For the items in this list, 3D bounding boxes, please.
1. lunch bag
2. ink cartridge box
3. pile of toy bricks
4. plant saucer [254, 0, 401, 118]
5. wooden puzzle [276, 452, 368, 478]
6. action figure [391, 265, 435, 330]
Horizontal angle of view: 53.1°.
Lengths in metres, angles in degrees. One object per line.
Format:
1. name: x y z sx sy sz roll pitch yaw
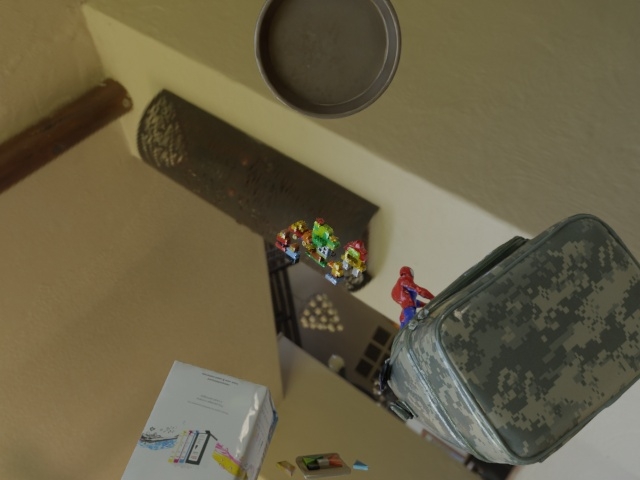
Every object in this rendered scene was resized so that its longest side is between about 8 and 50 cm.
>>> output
1. lunch bag: 0.244 0.133 0.836 0.305 0.212 0.256 -34 -7 -17
2. ink cartridge box: -0.189 0.349 1.033 0.171 0.168 0.232 86 -160 -57
3. pile of toy bricks: 0.000 0.000 1.419 0.118 0.212 0.105 -25 -41 -43
4. plant saucer: 0.014 -0.371 1.214 0.041 0.278 0.277 -86 17 -67
5. wooden puzzle: 0.002 0.317 0.908 0.116 0.078 0.014 -1 -89 -19
6. action figure: 0.217 0.172 1.330 0.091 0.139 0.280 113 162 -49
